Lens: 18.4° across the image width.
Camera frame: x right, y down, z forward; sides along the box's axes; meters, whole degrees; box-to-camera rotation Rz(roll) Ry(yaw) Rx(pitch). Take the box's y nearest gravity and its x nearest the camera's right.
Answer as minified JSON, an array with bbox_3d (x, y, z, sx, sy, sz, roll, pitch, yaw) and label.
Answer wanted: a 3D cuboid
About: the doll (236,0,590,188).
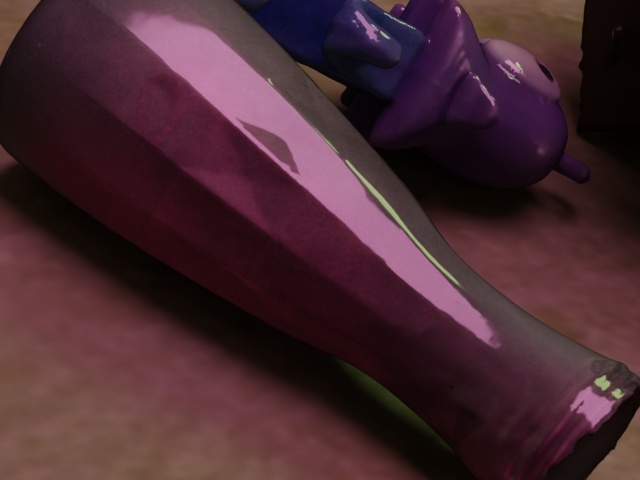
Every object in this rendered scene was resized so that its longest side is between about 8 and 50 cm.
[{"bbox_3d":[0.013,-0.071,0.708,0.206,0.067,0.110,28,7,-18],"label":"doll"}]

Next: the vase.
[{"bbox_3d":[0.000,0.000,0.609,0.214,0.086,0.086,40,37,18],"label":"vase"}]

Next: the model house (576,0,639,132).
[{"bbox_3d":[0.189,-0.065,0.741,0.204,0.211,0.243,-3,47,43],"label":"model house"}]
